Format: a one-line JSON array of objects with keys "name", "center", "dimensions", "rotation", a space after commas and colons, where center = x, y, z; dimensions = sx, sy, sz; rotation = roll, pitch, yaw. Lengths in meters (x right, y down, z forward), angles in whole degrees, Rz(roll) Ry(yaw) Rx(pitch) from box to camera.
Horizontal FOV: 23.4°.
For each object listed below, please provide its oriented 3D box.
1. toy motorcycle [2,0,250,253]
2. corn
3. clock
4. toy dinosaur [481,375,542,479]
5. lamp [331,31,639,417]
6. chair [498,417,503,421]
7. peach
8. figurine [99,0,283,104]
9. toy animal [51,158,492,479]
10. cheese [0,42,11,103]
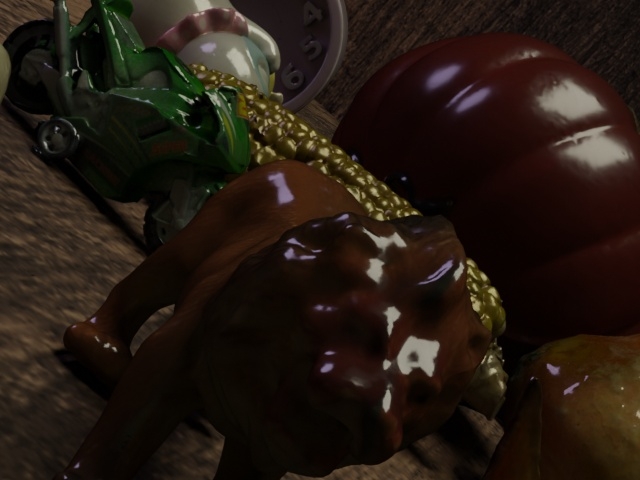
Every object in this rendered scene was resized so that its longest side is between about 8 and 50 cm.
[{"name": "toy motorcycle", "center": [-0.106, -0.074, 0.901], "dimensions": [0.190, 0.106, 0.074], "rotation": [46, 7, 16]}, {"name": "corn", "center": [0.000, 0.000, 1.017], "dimensions": [0.322, 0.119, 0.119], "rotation": [43, 7, 16]}, {"name": "clock", "center": [-0.072, -0.216, 1.573], "dimensions": [0.197, 0.197, 0.068], "rotation": [43, 8, 0]}, {"name": "toy dinosaur", "center": [0.131, 0.197, 0.576], "dimensions": [0.206, 0.113, 0.327], "rotation": [42, 9, -6]}, {"name": "lamp", "center": [0.132, -0.011, 1.193], "dimensions": [0.303, 0.257, 0.303], "rotation": [45, -34, 42]}, {"name": "chair", "center": [0.213, 0.175, 1.378], "dimensions": [0.084, 0.101, 0.212], "rotation": [38, 46, -30]}, {"name": "peach", "center": [0.229, 0.149, 1.032], "dimensions": [0.235, 0.214, 0.214], "rotation": [34, 9, -11]}, {"name": "figurine", "center": [-0.095, -0.143, 1.366], "dimensions": [0.235, 0.127, 0.155], "rotation": [51, 0, 23]}, {"name": "toy animal", "center": [-0.016, 0.032, 0.572], "dimensions": [0.097, 0.157, 0.312], "rotation": [42, 8, -13]}, {"name": "cheese", "center": [-0.225, -0.113, 0.542], "dimensions": [0.263, 0.093, 0.159], "rotation": [41, 10, -21]}]
